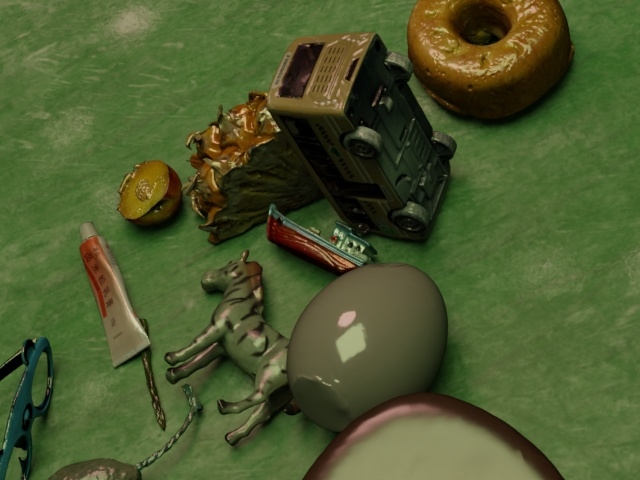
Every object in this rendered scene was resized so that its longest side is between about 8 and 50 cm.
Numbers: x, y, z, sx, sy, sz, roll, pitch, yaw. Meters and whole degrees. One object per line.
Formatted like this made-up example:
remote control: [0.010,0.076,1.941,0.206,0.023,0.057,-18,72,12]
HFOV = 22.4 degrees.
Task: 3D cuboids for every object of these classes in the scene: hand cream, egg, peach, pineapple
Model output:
hand cream: [-0.280,0.066,2.126,0.038,0.052,0.216,3,49,-36]
egg: [0.061,0.122,1.924,0.176,0.176,0.232,25,57,25]
peach: [-0.225,-0.058,2.174,0.098,0.061,0.098,-23,46,25]
pineapple: [-0.077,-0.099,2.117,0.236,0.186,0.115,-44,50,38]

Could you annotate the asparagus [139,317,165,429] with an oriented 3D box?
asparagus: [-0.216,0.169,2.057,0.016,0.016,0.163,-6,55,-13]

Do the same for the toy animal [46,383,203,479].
toy animal: [-0.242,0.273,1.967,0.253,0.070,0.079,-35,86,-10]

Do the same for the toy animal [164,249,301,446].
toy animal: [-0.115,0.130,2.010,0.170,0.090,0.255,-21,59,-12]

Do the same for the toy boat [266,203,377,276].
toy boat: [0.000,0.000,2.077,0.173,0.069,0.059,25,82,25]

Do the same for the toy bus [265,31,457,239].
toy bus: [0.053,-0.125,2.019,0.157,0.289,0.139,6,61,30]

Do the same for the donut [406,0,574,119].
donut: [0.224,-0.268,2.165,0.226,0.114,0.227,-6,60,10]

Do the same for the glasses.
glasses: [-0.420,0.235,2.042,0.206,0.102,0.239,-12,53,40]

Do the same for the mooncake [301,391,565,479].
mooncake: [0.122,0.334,1.781,0.333,0.174,0.326,-4,61,7]
